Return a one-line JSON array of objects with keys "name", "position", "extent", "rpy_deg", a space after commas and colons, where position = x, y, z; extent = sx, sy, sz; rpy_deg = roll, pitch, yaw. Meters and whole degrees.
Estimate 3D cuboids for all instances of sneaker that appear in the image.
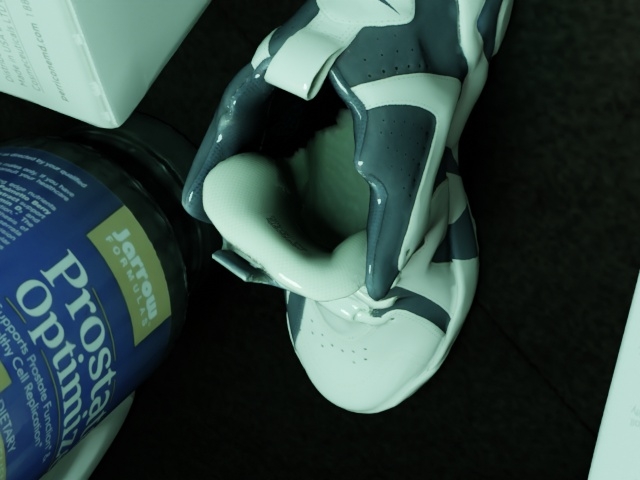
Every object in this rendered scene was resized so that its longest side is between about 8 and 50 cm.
[{"name": "sneaker", "position": [0.000, 0.000, 0.729], "extent": [0.094, 0.153, 0.235], "rpy_deg": [29, 131, 16]}]

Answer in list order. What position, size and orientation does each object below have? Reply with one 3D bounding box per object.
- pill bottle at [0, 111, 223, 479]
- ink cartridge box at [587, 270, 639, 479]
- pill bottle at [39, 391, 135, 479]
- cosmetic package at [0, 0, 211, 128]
[{"name": "pill bottle", "position": [-0.132, 0.031, 0.789], "extent": [0.123, 0.219, 0.123], "rpy_deg": [15, 124, 24]}, {"name": "ink cartridge box", "position": [0.200, 0.005, 0.624], "extent": [0.176, 0.069, 0.371], "rpy_deg": [20, 117, 21]}, {"name": "pill bottle", "position": [-0.223, 0.047, 0.920], "extent": [0.246, 0.136, 0.136], "rpy_deg": [37, 133, 7]}, {"name": "cosmetic package", "position": [-0.190, -0.202, 0.674], "extent": [0.365, 0.197, 0.155], "rpy_deg": [20, 150, 24]}]
